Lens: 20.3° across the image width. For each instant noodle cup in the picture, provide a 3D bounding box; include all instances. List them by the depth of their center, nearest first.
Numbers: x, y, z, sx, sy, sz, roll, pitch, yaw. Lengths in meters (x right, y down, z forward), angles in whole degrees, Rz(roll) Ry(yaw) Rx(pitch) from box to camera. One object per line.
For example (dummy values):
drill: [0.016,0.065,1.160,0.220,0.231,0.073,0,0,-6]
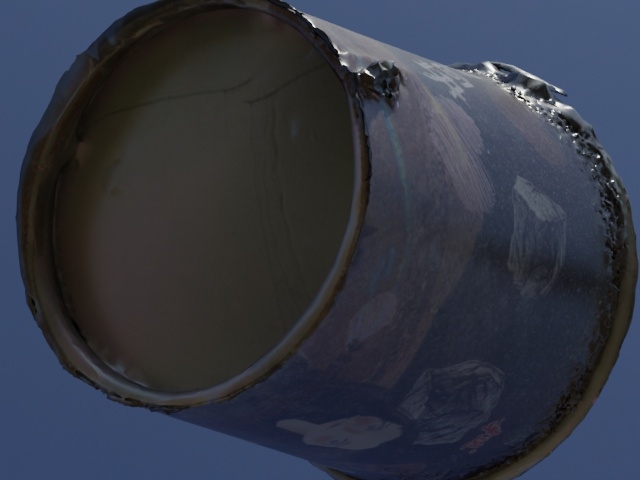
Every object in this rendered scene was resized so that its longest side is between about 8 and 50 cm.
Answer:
instant noodle cup: [0.000,0.000,0.775,0.217,0.207,0.217,-8,-105,32]
